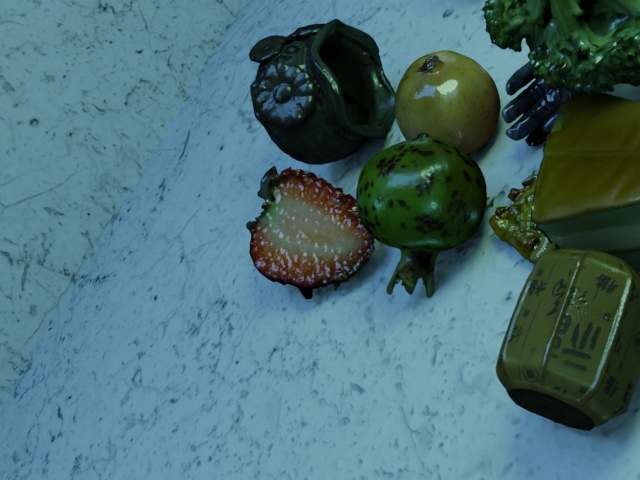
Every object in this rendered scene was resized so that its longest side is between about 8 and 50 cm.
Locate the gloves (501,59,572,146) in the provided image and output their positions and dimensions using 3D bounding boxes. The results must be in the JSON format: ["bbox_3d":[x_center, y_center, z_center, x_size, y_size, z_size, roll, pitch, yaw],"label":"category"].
[{"bbox_3d":[0.365,-0.269,1.139,0.142,0.119,0.286,56,137,46],"label":"gloves"}]

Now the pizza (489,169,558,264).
[{"bbox_3d":[0.305,-0.031,1.111,0.134,0.046,0.175,-26,40,39],"label":"pizza"}]

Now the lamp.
[{"bbox_3d":[0.294,0.113,0.877,0.161,0.161,0.185,-5,53,53],"label":"lamp"}]

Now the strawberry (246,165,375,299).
[{"bbox_3d":[0.000,0.000,1.462,0.306,0.137,0.234,29,103,35],"label":"strawberry"}]

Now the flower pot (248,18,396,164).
[{"bbox_3d":[-0.001,-0.309,1.569,0.213,0.302,0.302,-21,43,35],"label":"flower pot"}]

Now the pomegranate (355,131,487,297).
[{"bbox_3d":[0.159,-0.041,1.194,0.211,0.211,0.263,-1,87,54],"label":"pomegranate"}]

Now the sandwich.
[{"bbox_3d":[0.399,-0.091,0.936,0.198,0.155,0.228,-13,49,46],"label":"sandwich"}]

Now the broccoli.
[{"bbox_3d":[0.339,-0.322,0.939,0.288,0.260,0.235,0,33,35],"label":"broccoli"}]

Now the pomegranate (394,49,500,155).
[{"bbox_3d":[0.214,-0.233,1.310,0.191,0.191,0.191,-35,35,29],"label":"pomegranate"}]
